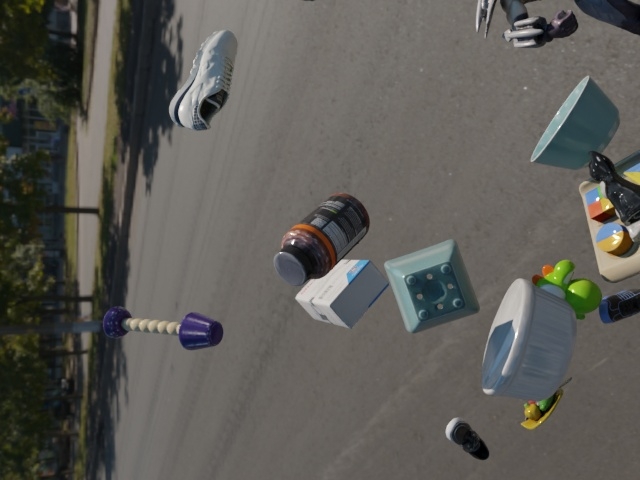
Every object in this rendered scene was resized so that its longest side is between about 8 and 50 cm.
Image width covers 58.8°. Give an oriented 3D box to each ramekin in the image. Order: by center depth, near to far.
[{"bbox_3d":[0.462,0.230,1.263,0.273,0.127,0.272,18,-90,-82],"label":"ramekin"}]

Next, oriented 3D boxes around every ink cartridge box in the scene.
[{"bbox_3d":[0.045,0.116,1.300,0.082,0.139,0.191,48,161,-15],"label":"ink cartridge box"}]

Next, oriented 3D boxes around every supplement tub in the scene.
[{"bbox_3d":[0.000,0.000,1.031,0.106,0.198,0.106,22,133,26],"label":"supplement tub"}]

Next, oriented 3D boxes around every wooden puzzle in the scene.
[{"bbox_3d":[0.918,-0.089,1.663,0.322,0.081,0.347,-40,45,50],"label":"wooden puzzle"}]

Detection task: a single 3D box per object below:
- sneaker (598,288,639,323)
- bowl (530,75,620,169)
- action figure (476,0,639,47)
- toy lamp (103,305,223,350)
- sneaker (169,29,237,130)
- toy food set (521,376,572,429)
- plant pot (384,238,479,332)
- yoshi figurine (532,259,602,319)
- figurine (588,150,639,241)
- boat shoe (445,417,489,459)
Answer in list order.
[{"bbox_3d":[0.965,0.199,1.788,0.090,0.232,0.081,-19,90,53],"label":"sneaker"},{"bbox_3d":[0.837,-0.352,1.830,0.311,0.163,0.311,-57,-9,-14],"label":"bowl"},{"bbox_3d":[0.277,-0.265,0.567,0.099,0.285,0.185,-33,-37,-76],"label":"action figure"},{"bbox_3d":[-0.323,0.180,1.173,0.275,0.080,0.080,2,91,29],"label":"toy lamp"},{"bbox_3d":[-0.221,-0.333,1.193,0.095,0.090,0.235,16,79,35],"label":"sneaker"},{"bbox_3d":[0.674,0.485,1.751,0.071,0.218,0.128,44,138,12],"label":"toy food set"},{"bbox_3d":[0.344,0.147,1.731,0.252,0.247,0.247,4,-113,-82],"label":"plant pot"},{"bbox_3d":[0.739,0.245,1.754,0.203,0.203,0.362,-106,32,-73],"label":"yoshi figurine"},{"bbox_3d":[0.778,-0.120,1.471,0.092,0.215,0.209,-36,54,20],"label":"figurine"},{"bbox_3d":[0.474,0.638,1.801,0.080,0.228,0.076,-48,38,-14],"label":"boat shoe"}]
